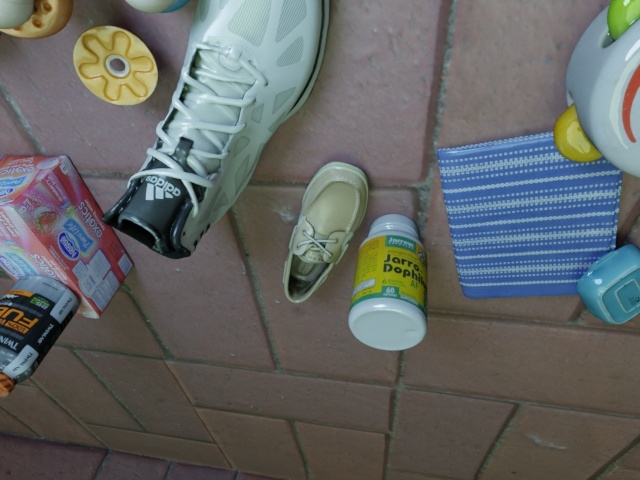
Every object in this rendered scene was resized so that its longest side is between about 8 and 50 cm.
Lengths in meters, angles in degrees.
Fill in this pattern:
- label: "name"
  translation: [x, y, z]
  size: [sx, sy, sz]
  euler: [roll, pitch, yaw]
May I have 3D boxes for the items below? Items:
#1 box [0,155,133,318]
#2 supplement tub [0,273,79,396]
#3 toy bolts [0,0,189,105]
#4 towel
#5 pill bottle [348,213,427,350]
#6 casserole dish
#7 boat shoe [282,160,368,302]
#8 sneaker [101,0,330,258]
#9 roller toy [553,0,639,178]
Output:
- label: "box"
  translation: [-0.516, 0.001, 0.826]
  size: [0.142, 0.154, 0.300]
  euler: [2, 136, 11]
- label: "supplement tub"
  translation: [-0.527, 0.163, 0.746]
  size: [0.117, 0.190, 0.117]
  euler: [6, 135, 6]
- label: "toy bolts"
  translation: [-0.231, -0.244, 0.467]
  size: [0.228, 0.158, 0.218]
  euler: [-20, 131, 7]
- label: "towel"
  translation: [0.334, -0.025, 0.685]
  size: [0.243, 0.040, 0.336]
  euler: [-6, 131, 22]
- label: "pill bottle"
  translation: [0.114, 0.058, 0.690]
  size: [0.117, 0.208, 0.118]
  euler: [7, 136, 7]
- label: "casserole dish"
  translation: [0.495, 0.081, 0.701]
  size: [0.114, 0.037, 0.188]
  euler: [-42, 129, 14]
- label: "boat shoe"
  translation: [0.000, 0.000, 0.738]
  size: [0.109, 0.098, 0.302]
  euler: [20, 136, -7]
- label: "sneaker"
  translation: [-0.128, -0.128, 0.526]
  size: [0.169, 0.257, 0.447]
  euler: [24, 135, -11]
- label: "roller toy"
  translation: [0.369, -0.168, 0.443]
  size: [0.191, 0.146, 0.209]
  euler: [8, 124, 10]
